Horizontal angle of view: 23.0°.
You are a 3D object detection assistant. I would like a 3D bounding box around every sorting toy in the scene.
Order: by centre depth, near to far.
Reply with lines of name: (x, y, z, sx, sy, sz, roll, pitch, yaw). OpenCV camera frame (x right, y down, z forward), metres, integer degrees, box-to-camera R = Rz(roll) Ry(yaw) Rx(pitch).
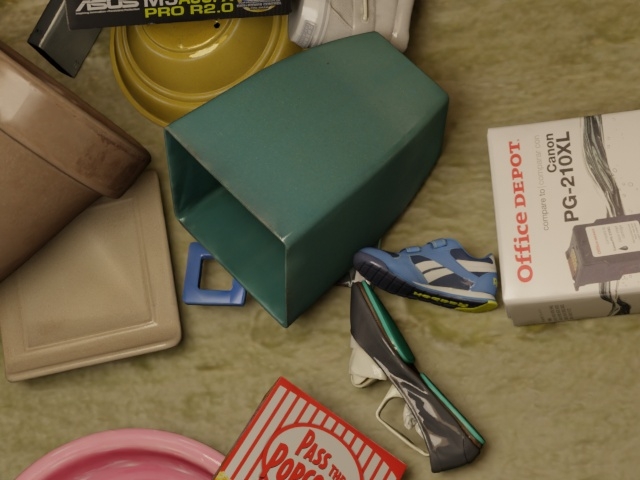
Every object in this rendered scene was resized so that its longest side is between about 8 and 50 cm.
sorting toy: (-0.235, 0.038, 1.569, 0.347, 0.047, 0.196, -12, 68, 6)

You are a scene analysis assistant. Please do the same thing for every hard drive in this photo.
hard drive: (-0.244, -0.243, 1.612, 0.022, 0.094, 0.135, 26, 83, 17)

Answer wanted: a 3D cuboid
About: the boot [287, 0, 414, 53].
boot: (0.038, -0.295, 1.579, 0.123, 0.095, 0.258, 10, 65, -14)

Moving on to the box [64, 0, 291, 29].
box: (-0.149, -0.324, 1.548, 0.216, 0.060, 0.270, -4, 50, -6)

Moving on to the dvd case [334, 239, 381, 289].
dvd case: (0.000, 0.000, 1.544, 0.119, 0.013, 0.087, 6, 78, 14)

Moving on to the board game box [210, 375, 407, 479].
board game box: (-0.026, 0.236, 1.402, 0.146, 0.045, 0.193, 35, 48, -2)

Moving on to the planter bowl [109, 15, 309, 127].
planter bowl: (-0.123, -0.222, 1.584, 0.217, 0.090, 0.217, -3, 77, 11)

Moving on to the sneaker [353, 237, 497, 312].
sneaker: (0.101, 0.025, 1.485, 0.144, 0.053, 0.059, 15, 74, -10)

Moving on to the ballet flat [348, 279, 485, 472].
ballet flat: (0.070, 0.132, 1.470, 0.074, 0.074, 0.203, -37, 74, 2)

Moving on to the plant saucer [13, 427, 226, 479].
plant saucer: (-0.171, 0.344, 1.462, 0.332, 0.084, 0.332, -3, 77, 11)

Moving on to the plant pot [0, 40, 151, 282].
plant pot: (-0.327, -0.065, 1.488, 0.263, 0.263, 0.229, 35, 91, 17)

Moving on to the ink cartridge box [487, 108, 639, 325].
ink cartridge box: (0.278, -0.024, 1.444, 0.237, 0.100, 0.172, -7, 75, 10)

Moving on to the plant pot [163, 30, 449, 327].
plant pot: (-0.001, -0.077, 1.473, 0.234, 0.166, 0.165, -39, 68, -19)
